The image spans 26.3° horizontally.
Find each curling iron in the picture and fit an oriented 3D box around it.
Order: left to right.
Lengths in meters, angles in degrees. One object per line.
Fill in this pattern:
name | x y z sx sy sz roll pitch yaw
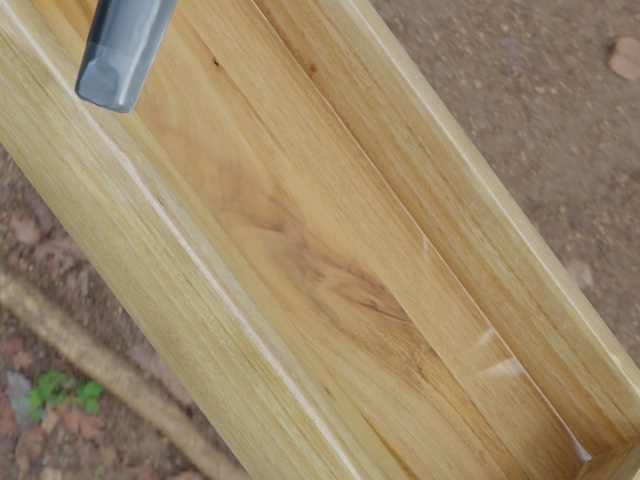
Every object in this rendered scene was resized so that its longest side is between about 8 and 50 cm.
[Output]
curling iron | -0.026 -0.169 0.389 0.035 0.068 0.274 11 90 -52

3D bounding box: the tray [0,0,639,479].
tray | 0.000 0.000 0.690 0.411 0.203 0.076 54 136 -2
